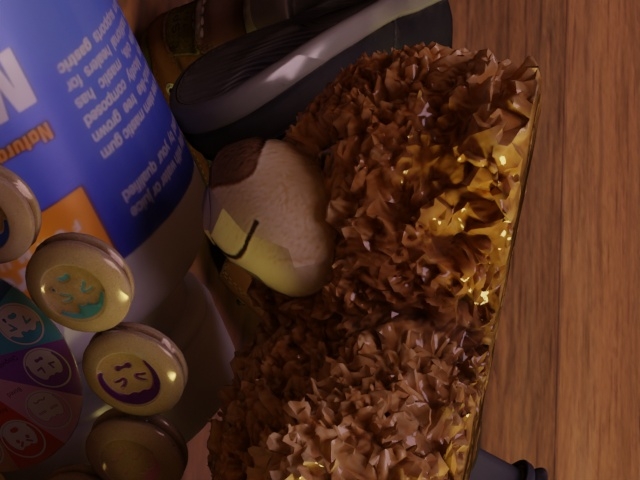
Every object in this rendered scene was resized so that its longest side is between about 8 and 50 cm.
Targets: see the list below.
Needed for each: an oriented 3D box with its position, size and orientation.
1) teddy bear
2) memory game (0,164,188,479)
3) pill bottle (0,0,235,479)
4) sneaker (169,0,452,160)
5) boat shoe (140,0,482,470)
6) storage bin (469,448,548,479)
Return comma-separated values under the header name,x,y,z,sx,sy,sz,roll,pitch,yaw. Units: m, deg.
name,x,y,z,sx,sy,sz,roll,pitch,yaw
teddy bear,-0.004,0.094,0.534,0.245,0.113,0.338,-60,159,-71
memory game,-0.134,0.047,0.531,0.186,0.186,0.012,63,26,-26
pill bottle,-0.135,-0.037,0.576,0.272,0.152,0.152,65,34,-26
sneaker,0.019,-0.050,0.696,0.222,0.083,0.118,-36,112,-55
boat shoe,0.000,0.000,0.838,0.307,0.104,0.111,69,24,-15
storage bin,0.066,0.180,0.910,0.091,0.098,0.135,35,48,-14
